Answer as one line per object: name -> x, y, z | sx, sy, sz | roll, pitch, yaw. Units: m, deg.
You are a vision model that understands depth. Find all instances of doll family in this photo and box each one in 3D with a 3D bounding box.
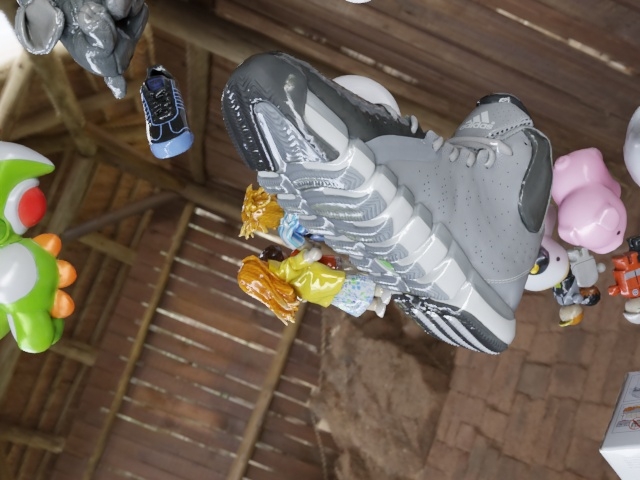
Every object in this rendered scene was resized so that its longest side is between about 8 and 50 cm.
doll family -> 0.000, 0.000, 0.773 | 0.118, 0.163, 0.263 | -86, 9, -47

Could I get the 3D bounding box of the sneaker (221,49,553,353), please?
sneaker -> 0.054, -0.048, 0.424 | 0.086, 0.228, 0.132 | 11, 63, 50

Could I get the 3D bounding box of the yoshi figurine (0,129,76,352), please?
yoshi figurine -> -0.480, -0.006, 1.069 | 0.203, 0.362, 0.203 | -13, 7, 42

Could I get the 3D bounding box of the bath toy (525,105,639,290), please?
bath toy -> 0.312, -0.038, 0.971 | 0.348, 0.151, 0.129 | -34, -2, 36

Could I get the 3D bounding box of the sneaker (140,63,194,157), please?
sneaker -> -0.271, -0.224, 1.338 | 0.232, 0.081, 0.090 | -114, 4, -55

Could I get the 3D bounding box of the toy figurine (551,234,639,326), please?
toy figurine -> 0.597, 0.091, 1.625 | 0.209, 0.148, 0.213 | -13, 8, 34

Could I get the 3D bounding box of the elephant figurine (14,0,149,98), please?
elephant figurine -> -0.406, -0.369, 1.231 | 0.169, 0.239, 0.186 | 72, -142, -81

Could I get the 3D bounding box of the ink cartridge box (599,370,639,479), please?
ink cartridge box -> 0.513, 0.257, 0.828 | 0.309, 0.272, 0.130 | -21, 23, 48

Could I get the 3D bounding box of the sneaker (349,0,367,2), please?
sneaker -> -0.008, -0.426, 0.869 | 0.126, 0.321, 0.127 | -17, 25, 39

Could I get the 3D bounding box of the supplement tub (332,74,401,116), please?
supplement tub -> 0.023, -0.154, 1.208 | 0.199, 0.144, 0.144 | -30, 36, 64
